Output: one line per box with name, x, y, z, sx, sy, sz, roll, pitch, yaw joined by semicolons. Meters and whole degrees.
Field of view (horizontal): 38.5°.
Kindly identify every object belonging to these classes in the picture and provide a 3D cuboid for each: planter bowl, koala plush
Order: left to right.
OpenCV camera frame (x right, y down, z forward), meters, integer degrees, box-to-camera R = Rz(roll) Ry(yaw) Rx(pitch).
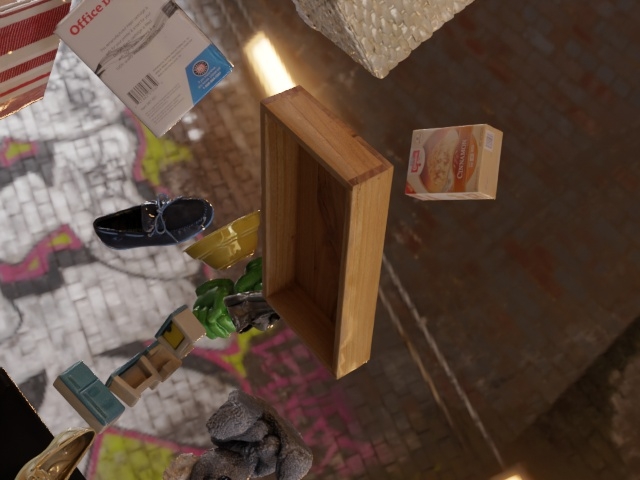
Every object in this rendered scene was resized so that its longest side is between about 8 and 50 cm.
planter bowl;-0.224;0.015;2.254;0.090;0.217;0.217;62;-18;-1
koala plush;-0.155;0.399;1.646;0.196;0.221;0.203;37;0;-9

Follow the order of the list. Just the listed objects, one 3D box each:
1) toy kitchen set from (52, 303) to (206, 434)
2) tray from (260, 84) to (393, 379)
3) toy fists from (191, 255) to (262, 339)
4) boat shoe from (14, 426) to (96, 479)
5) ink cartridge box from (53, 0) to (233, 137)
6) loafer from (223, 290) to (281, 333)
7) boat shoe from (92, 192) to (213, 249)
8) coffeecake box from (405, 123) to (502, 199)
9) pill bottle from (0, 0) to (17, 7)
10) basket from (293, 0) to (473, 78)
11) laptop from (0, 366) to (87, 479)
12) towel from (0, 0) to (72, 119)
toy kitchen set;-0.330;0.203;1.599;0.122;0.207;0.166;45;-47;5
tray;0.000;0.000;1.326;0.203;0.076;0.410;45;-31;32
toy fists;-0.197;0.142;2.203;0.096;0.279;0.142;40;33;-48
boat shoe;-0.370;0.318;1.271;0.048;0.153;0.056;-19;-69;40
ink cartridge box;-0.368;-0.407;1.945;0.307;0.223;0.129;47;6;-14
loafer;-0.108;0.137;1.755;0.267;0.096;0.084;-11;-91;65
boat shoe;-0.353;-0.034;1.918;0.089;0.258;0.109;56;19;-58
coffeecake box;0.276;-0.160;1.908;0.186;0.068;0.142;1;-100;43
pill bottle;-0.795;-0.536;2.021;0.279;0.162;0.162;8;-63;44
basket;0.110;-0.554;1.824;0.266;0.328;0.331;49;1;27
laptop;-0.642;0.446;1.516;0.382;0.408;0.236;45;-66;23
towel;-0.656;-0.395;1.987;0.037;0.237;0.329;38;-51;5
